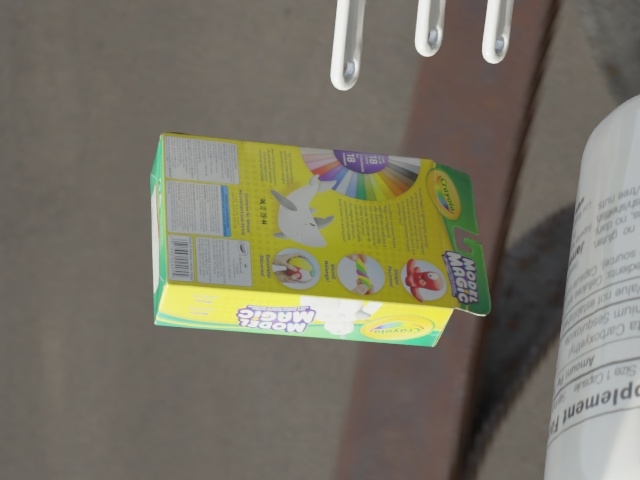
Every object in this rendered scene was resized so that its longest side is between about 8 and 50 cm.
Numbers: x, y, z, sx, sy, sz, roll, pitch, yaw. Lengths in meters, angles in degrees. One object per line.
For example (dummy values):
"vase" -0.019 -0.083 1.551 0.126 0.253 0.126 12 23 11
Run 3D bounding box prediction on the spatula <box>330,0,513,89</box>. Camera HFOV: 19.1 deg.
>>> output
"spatula" 0.056 -0.194 0.904 0.019 0.168 0.242 22 115 36

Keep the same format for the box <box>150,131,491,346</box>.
"box" 0.000 0.000 1.026 0.043 0.179 0.105 111 160 -51

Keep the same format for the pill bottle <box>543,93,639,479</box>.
"pill bottle" 0.144 0.070 0.652 0.131 0.131 0.229 -11 58 37
